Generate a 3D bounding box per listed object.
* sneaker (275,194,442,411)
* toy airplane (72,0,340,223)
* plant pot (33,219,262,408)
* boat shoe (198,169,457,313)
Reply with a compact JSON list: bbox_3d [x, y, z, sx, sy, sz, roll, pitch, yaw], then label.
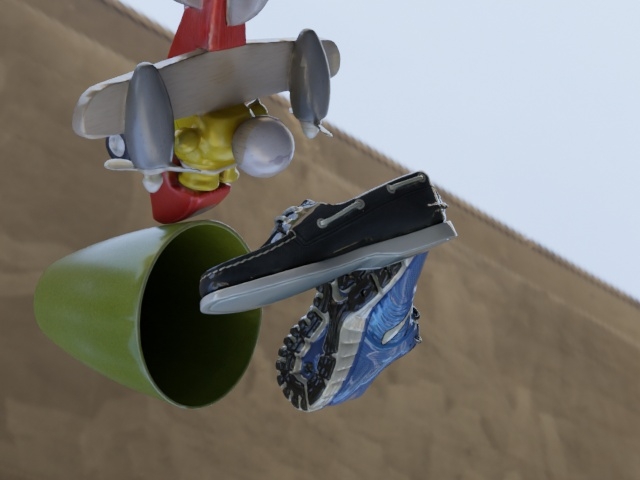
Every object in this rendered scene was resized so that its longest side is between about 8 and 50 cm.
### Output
[{"bbox_3d":[0.068,0.073,1.449,0.147,0.330,0.130,8,-153,-47],"label":"sneaker"},{"bbox_3d":[-0.131,-0.205,1.554,0.272,0.386,0.384,42,173,24],"label":"toy airplane"},{"bbox_3d":[-0.286,0.100,1.703,0.275,0.293,0.275,-7,-82,-54],"label":"plant pot"},{"bbox_3d":[0.000,0.000,1.188,0.302,0.114,0.091,-16,-100,-30],"label":"boat shoe"}]
